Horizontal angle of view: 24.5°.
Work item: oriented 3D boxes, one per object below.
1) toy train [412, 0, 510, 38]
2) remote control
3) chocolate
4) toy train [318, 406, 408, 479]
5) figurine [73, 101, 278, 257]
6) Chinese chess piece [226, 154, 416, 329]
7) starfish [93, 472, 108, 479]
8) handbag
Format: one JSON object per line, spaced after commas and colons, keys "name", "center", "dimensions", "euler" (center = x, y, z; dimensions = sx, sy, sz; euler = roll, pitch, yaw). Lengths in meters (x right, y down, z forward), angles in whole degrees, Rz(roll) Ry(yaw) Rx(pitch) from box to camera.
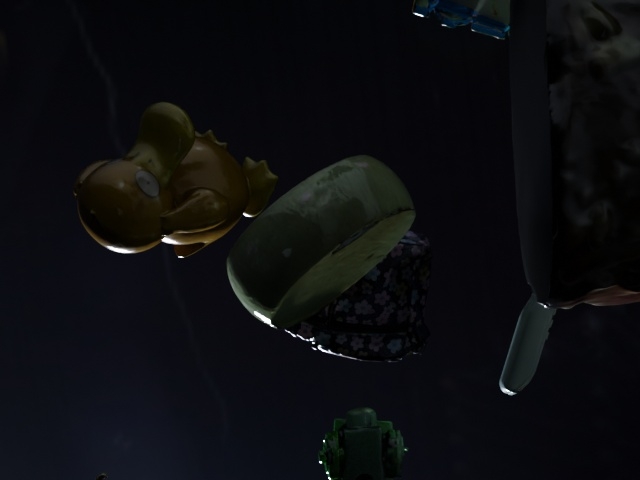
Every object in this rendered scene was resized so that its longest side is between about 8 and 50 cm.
{"name": "toy train", "center": [0.188, -0.252, 1.500], "dimensions": [0.188, 0.072, 0.099], "euler": [17, -143, 7]}
{"name": "remote control", "center": [0.193, 0.058, 1.293], "dimensions": [0.029, 0.162, 0.061], "euler": [18, 173, 4]}
{"name": "chocolate", "center": [0.252, -0.104, 1.069], "dimensions": [0.210, 0.340, 0.225], "euler": [-1, 153, 3]}
{"name": "toy train", "center": [0.035, 0.275, 1.310], "dimensions": [0.085, 0.251, 0.119], "euler": [3, 171, -2]}
{"name": "figurine", "center": [-0.193, -0.064, 1.899], "dimensions": [0.215, 0.215, 0.228], "euler": [-2, 164, 30]}
{"name": "Chinese chess piece", "center": [0.000, 0.000, 1.381], "dimensions": [0.188, 0.083, 0.188], "euler": [-35, 165, -11]}
{"name": "starfish", "center": [-0.196, 0.250, 1.325], "dimensions": [0.028, 0.078, 0.091], "euler": [-48, 171, 19]}
{"name": "handbag", "center": [0.059, 0.078, 2.217], "dimensions": [0.229, 0.207, 0.127], "euler": [6, -162, -2]}
